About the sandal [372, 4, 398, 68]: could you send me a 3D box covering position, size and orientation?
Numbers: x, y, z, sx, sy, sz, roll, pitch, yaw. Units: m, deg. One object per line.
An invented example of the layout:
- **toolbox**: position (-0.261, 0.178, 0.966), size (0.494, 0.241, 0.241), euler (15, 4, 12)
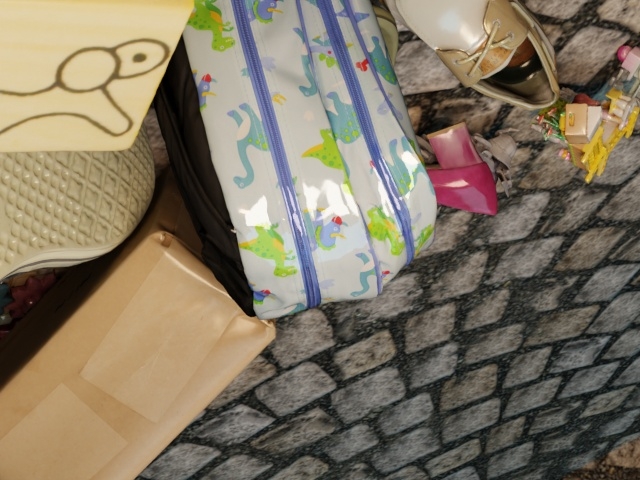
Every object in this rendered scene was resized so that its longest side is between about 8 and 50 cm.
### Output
- **sandal**: position (0.029, -0.156, 1.530), size (0.120, 0.086, 0.303), euler (-8, 151, 0)

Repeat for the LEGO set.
- **LEGO set**: position (0.302, -0.149, 1.687), size (0.287, 0.107, 0.132), euler (-33, 147, -54)

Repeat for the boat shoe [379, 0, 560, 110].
- **boat shoe**: position (0.174, -0.228, 1.531), size (0.113, 0.103, 0.302), euler (-41, 146, 24)

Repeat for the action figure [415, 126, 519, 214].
- **action figure**: position (0.130, -0.058, 1.777), size (0.285, 0.099, 0.185), euler (-35, 141, 9)

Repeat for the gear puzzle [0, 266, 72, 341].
- **gear puzzle**: position (-0.416, 0.154, 1.742), size (0.175, 0.044, 0.339), euler (-4, 143, -32)

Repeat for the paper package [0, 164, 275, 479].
- **paper package**: position (-0.208, 0.106, 1.518), size (0.168, 0.309, 0.325), euler (41, 102, -13)

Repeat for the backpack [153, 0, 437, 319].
- **backpack**: position (-0.037, -0.107, 1.255), size (0.273, 0.356, 0.290), euler (0, 150, -2)

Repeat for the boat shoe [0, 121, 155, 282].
- **boat shoe**: position (-0.317, -0.033, 1.294), size (0.156, 0.187, 0.500), euler (-7, -162, 29)

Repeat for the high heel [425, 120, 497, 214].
- **high heel**: position (0.084, -0.047, 1.677), size (0.244, 0.117, 0.082), euler (-21, -176, 7)

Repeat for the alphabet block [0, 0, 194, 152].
- **alphabet block**: position (-0.247, -0.199, 1.181), size (0.197, 0.193, 0.192), euler (-3, 144, -33)
